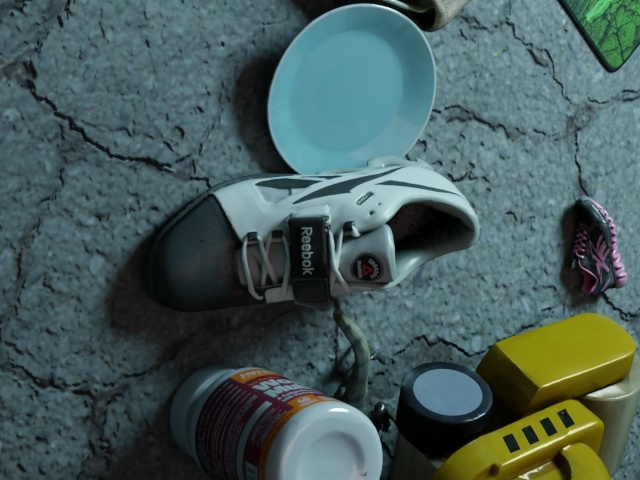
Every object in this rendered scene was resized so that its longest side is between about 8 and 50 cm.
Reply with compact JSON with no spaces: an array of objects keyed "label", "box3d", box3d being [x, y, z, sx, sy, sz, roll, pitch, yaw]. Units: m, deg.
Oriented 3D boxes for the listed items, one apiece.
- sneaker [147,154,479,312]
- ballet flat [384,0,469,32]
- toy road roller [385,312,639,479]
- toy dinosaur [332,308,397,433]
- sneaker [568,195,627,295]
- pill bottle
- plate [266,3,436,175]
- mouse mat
[{"label":"sneaker","box3d":[0.000,0.000,1.736,0.330,0.146,0.122,-18,115,-20]},{"label":"ballet flat","box3d":[0.036,-0.305,1.737,0.316,0.107,0.106,37,87,-31]},{"label":"toy road roller","box3d":[0.231,0.243,1.858,0.329,0.240,0.202,-18,133,-32]},{"label":"toy dinosaur","box3d":[0.036,0.169,1.831,0.118,0.064,0.268,-42,142,-56]},{"label":"sneaker","box3d":[0.298,0.009,2.002,0.057,0.047,0.119,-25,111,-14]},{"label":"pill bottle","box3d":[-0.048,0.187,1.703,0.121,0.221,0.121,-7,103,-31]},{"label":"plate","box3d":[0.028,-0.145,1.792,0.188,0.024,0.188,-11,115,-24]},{"label":"mouse mat","box3d":[0.339,-0.299,1.988,0.190,0.007,0.152,-50,121,-16]}]
